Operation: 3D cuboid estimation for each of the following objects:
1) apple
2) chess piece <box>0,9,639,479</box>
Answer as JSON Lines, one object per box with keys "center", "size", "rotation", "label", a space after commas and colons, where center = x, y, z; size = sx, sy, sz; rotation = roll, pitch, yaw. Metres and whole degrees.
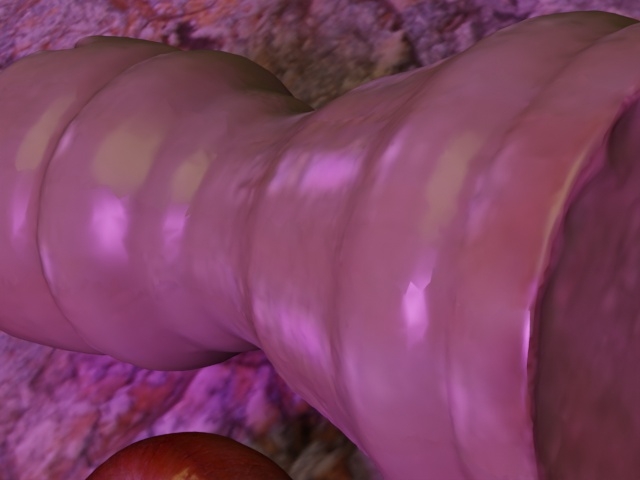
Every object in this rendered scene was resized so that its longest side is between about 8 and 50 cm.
{"center": [-0.062, 0.150, 0.759], "size": [0.126, 0.102, 0.126], "rotation": [-14, 48, 16], "label": "apple"}
{"center": [0.000, 0.000, 0.798], "size": [0.442, 0.234, 0.234], "rotation": [10, 55, 44], "label": "chess piece"}
